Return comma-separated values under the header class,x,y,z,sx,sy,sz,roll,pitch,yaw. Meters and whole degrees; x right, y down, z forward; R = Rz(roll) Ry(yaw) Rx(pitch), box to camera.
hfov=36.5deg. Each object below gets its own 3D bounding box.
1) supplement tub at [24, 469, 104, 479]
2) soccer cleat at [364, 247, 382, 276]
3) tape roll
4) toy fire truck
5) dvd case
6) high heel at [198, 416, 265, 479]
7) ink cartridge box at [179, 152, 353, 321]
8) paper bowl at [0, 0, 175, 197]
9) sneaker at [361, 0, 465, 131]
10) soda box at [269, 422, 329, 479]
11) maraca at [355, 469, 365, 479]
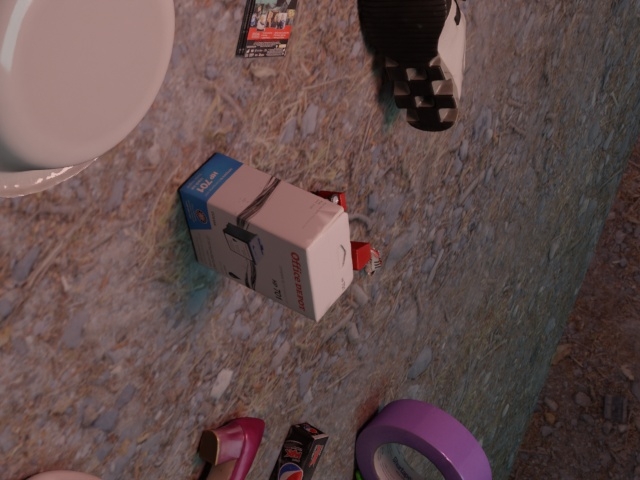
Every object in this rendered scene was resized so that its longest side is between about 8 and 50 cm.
class,x,y,z,sx,sy,sz,roll,pitch,yaw
supplement tub,-0.309,0.386,1.127,0.144,0.144,0.200,-5,118,-60
soccer cleat,0.085,0.035,1.661,0.036,0.029,0.083,-62,158,-14
tape roll,0.207,0.460,1.977,0.090,0.274,0.275,-40,145,-40
toy fire truck,0.000,0.000,1.411,0.192,0.047,0.135,-30,120,-49
dvd case,-0.057,-0.275,1.147,0.087,0.013,0.119,-20,131,-55
high heel,-0.147,0.390,1.496,0.117,0.082,0.244,-2,102,-50
ink cartridge box,-0.064,-0.005,1.174,0.082,0.190,0.140,-47,148,-31
paper bowl,-0.231,-0.172,0.780,0.284,0.148,0.284,-41,146,-36
sneaker,0.144,-0.318,1.387,0.330,0.122,0.146,71,33,-53
soda box,-0.048,0.411,1.722,0.060,0.053,0.169,6,107,-62
maraca,0.129,0.547,2.120,0.127,0.099,0.186,-54,128,-36
